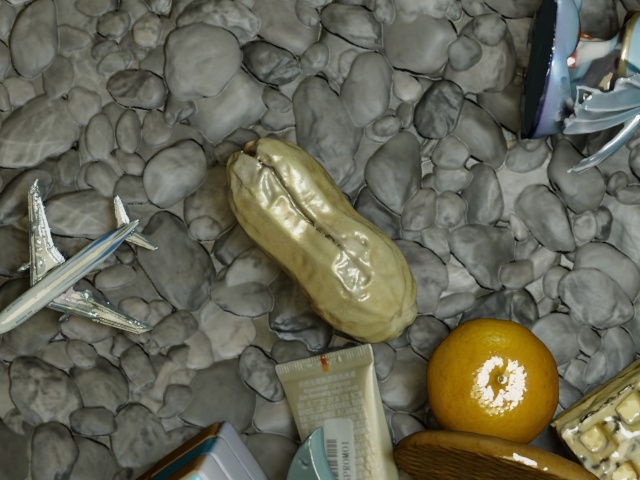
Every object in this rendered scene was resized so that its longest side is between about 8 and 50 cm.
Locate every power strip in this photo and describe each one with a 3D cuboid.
[{"bbox_3d":[0.049,0.322,1.796,0.216,0.044,0.137,33,103,18],"label":"power strip"}]

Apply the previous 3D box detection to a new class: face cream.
[{"bbox_3d":[0.047,0.299,1.857,0.137,0.084,0.341,-15,92,32],"label":"face cream"}]

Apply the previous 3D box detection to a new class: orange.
[{"bbox_3d":[0.199,0.168,1.821,0.159,0.136,0.159,1,80,-5],"label":"orange"}]

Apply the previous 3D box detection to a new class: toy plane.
[{"bbox_3d":[-0.301,0.041,1.857,0.226,0.058,0.226,-37,93,5],"label":"toy plane"}]

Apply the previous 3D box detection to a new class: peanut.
[{"bbox_3d":[0.000,0.000,1.821,0.130,0.130,0.290,-44,90,2],"label":"peanut"}]

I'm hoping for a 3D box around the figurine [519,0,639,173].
[{"bbox_3d":[0.430,-0.149,1.758,0.388,0.276,0.248,10,69,-3],"label":"figurine"}]

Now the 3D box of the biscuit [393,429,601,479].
[{"bbox_3d":[0.211,0.268,1.779,0.262,0.262,0.037,18,69,-1],"label":"biscuit"}]

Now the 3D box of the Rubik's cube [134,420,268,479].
[{"bbox_3d":[-0.157,0.418,1.762,0.292,0.291,0.290,-34,92,3],"label":"Rubik's cube"}]

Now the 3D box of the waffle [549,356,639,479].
[{"bbox_3d":[0.476,0.292,1.839,0.261,0.114,0.376,-35,92,2],"label":"waffle"}]
